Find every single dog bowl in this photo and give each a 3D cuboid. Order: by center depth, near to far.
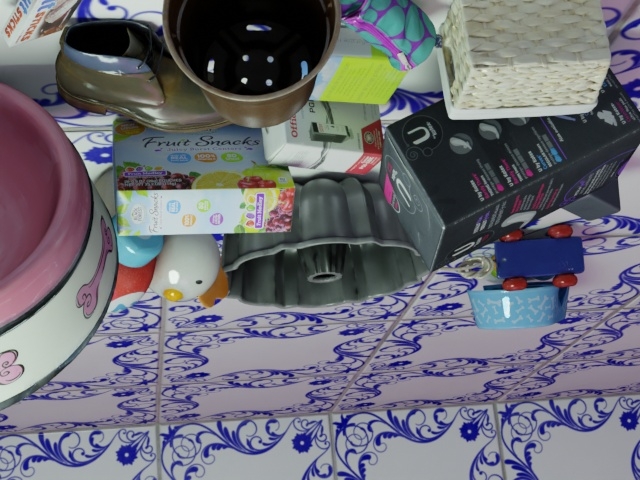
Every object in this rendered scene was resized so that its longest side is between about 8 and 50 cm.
[{"bbox_3d":[-0.422,-0.013,1.253,0.407,0.408,0.150,-2,144,-9],"label":"dog bowl"},{"bbox_3d":[0.369,0.118,2.177,0.165,0.074,0.297,-4,179,20],"label":"dog bowl"}]

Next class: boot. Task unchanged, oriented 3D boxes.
[{"bbox_3d":[-0.178,-0.176,1.265,0.219,0.082,0.106,5,157,-3],"label":"boot"}]

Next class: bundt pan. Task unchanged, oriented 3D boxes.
[{"bbox_3d":[0.000,0.000,1.781,0.330,0.124,0.331,-6,161,-2],"label":"bundt pan"}]

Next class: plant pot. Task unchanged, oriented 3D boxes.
[{"bbox_3d":[-0.064,-0.191,1.166,0.166,0.167,0.165,-5,168,-2],"label":"plant pot"}]

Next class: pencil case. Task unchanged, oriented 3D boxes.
[{"bbox_3d":[0.063,-0.228,1.216,0.064,0.070,0.151,-16,158,29],"label":"pencil case"}]

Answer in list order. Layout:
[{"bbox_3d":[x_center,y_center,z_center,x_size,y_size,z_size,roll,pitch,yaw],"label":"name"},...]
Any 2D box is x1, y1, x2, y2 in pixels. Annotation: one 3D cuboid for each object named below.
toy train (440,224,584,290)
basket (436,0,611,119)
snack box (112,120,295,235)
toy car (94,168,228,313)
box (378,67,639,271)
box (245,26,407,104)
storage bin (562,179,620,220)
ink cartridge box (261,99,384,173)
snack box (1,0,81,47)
[{"bbox_3d":[0.317,0.038,2.040,0.247,0.105,0.143,-4,174,-4],"label":"toy train"},{"bbox_3d":[0.217,-0.204,1.265,0.167,0.113,0.103,-4,159,-5],"label":"basket"},{"bbox_3d":[-0.146,-0.080,1.431,0.207,0.174,0.070,0,123,-11],"label":"snack box"},{"bbox_3d":[-0.218,0.032,1.599,0.238,0.210,0.219,29,135,-26],"label":"toy car"},{"bbox_3d":[0.218,-0.101,1.385,0.270,0.143,0.165,-26,162,-10],"label":"box"},{"bbox_3d":[0.005,-0.197,1.330,0.178,0.042,0.109,1,159,-16],"label":"box"},{"bbox_3d":[0.382,-0.087,1.684,0.098,0.091,0.135,-19,158,34],"label":"storage bin"},{"bbox_3d":[0.002,-0.139,1.410,0.135,0.099,0.056,4,157,-27],"label":"ink cartridge box"},{"bbox_3d":[-0.250,-0.241,1.124,0.064,0.022,0.178,-27,176,-35],"label":"snack box"}]
